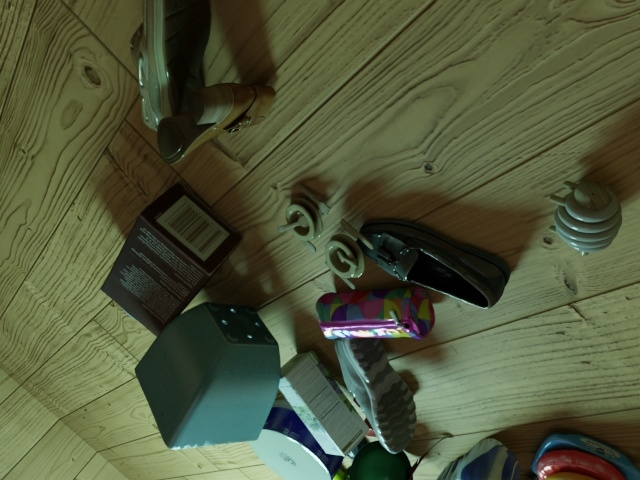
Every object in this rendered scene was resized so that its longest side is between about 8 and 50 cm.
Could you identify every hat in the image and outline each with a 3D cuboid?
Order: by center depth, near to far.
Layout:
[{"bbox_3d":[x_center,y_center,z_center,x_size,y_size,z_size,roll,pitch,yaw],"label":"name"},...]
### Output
[{"bbox_3d":[0.180,0.552,1.273,0.173,0.208,0.183,16,157,-14],"label":"hat"}]

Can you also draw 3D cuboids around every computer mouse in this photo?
[{"bbox_3d":[0.062,0.500,1.425,0.071,0.041,0.242,-7,121,38],"label":"computer mouse"}]

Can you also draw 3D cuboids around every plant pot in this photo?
[{"bbox_3d":[-0.232,0.285,1.248,0.248,0.247,0.252,47,113,41],"label":"plant pot"}]

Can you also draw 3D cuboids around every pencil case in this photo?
[{"bbox_3d":[0.101,0.141,1.043,0.236,0.104,0.104,-10,120,40],"label":"pencil case"}]

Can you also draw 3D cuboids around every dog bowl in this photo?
[{"bbox_3d":[-0.065,0.574,1.526,0.265,0.104,0.265,19,135,20],"label":"dog bowl"}]

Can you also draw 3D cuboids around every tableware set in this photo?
[{"bbox_3d":[0.000,0.000,0.992,0.194,0.039,0.128,42,140,21],"label":"tableware set"}]

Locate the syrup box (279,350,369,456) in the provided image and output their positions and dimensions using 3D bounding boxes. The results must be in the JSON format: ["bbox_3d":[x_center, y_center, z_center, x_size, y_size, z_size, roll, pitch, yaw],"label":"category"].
[{"bbox_3d":[-0.001,0.387,1.289,0.237,0.096,0.093,53,150,-4],"label":"syrup box"}]

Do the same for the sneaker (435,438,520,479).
[{"bbox_3d":[0.382,0.563,1.203,0.182,0.127,0.315,35,145,9],"label":"sneaker"}]

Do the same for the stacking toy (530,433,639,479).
[{"bbox_3d":[0.460,0.524,0.987,0.175,0.302,0.166,21,135,18],"label":"stacking toy"}]

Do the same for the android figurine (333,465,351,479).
[{"bbox_3d":[0.124,0.761,1.603,0.248,0.056,0.273,-11,118,39],"label":"android figurine"}]

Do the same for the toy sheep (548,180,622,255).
[{"bbox_3d":[0.360,-0.028,0.737,0.091,0.091,0.132,7,143,29],"label":"toy sheep"}]

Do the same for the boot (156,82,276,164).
[{"bbox_3d":[-0.172,-0.191,0.898,0.197,0.152,0.073,-26,87,45],"label":"boot"}]

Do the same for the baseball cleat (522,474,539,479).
[{"bbox_3d":[0.531,0.578,1.159,0.206,0.072,0.109,33,138,4],"label":"baseball cleat"}]

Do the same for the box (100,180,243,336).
[{"bbox_3d":[-0.349,0.059,1.243,0.191,0.143,0.381,42,136,-6],"label":"box"}]

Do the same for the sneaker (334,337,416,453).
[{"bbox_3d":[0.115,0.314,1.168,0.115,0.105,0.281,-27,83,61],"label":"sneaker"}]

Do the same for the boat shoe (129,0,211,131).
[{"bbox_3d":[-0.256,-0.300,0.878,0.110,0.121,0.341,26,138,11],"label":"boat shoe"}]

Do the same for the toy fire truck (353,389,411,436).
[{"bbox_3d":[0.150,0.396,1.270,0.192,0.047,0.135,-23,112,43],"label":"toy fire truck"}]

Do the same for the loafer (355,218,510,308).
[{"bbox_3d":[0.176,0.038,0.912,0.267,0.084,0.096,17,134,20],"label":"loafer"}]
